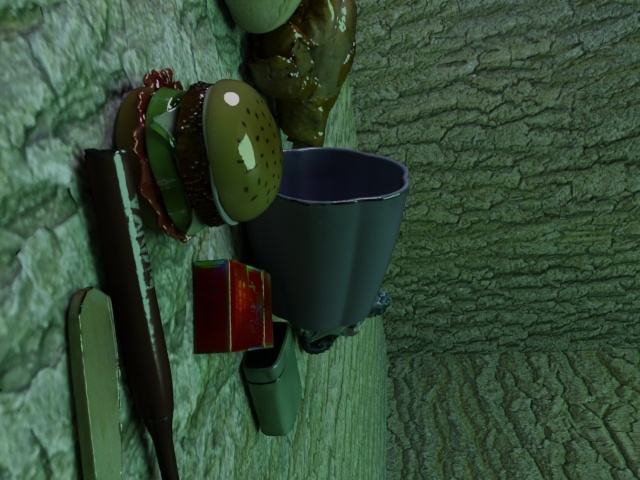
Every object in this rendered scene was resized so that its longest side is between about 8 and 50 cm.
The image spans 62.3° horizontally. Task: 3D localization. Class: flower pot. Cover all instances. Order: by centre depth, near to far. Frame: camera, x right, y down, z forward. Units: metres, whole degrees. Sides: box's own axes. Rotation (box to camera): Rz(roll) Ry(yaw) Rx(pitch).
[{"bbox_3d":[0.000,0.000,0.840,0.265,0.265,0.243,-70,165,-66],"label":"flower pot"}]

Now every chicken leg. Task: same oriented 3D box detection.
[{"bbox_3d":[-0.050,-0.288,0.977,0.295,0.182,0.409,-52,153,-61],"label":"chicken leg"}]

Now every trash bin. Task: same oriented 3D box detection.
[{"bbox_3d":[-0.069,0.209,0.808,0.116,0.059,0.129,-71,155,-61],"label":"trash bin"}]

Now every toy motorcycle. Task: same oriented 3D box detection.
[{"bbox_3d":[0.040,0.118,1.056,0.239,0.204,0.108,79,-5,-51],"label":"toy motorcycle"}]

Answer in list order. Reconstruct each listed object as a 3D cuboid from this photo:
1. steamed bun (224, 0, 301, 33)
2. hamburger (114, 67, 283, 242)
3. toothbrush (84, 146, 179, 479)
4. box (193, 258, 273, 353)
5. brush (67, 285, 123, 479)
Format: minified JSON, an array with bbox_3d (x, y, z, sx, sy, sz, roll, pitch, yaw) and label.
[{"bbox_3d":[-0.083,-0.453,0.773,0.250,0.155,0.200,69,18,-46],"label":"steamed bun"},{"bbox_3d":[-0.108,-0.083,0.529,0.175,0.137,0.175,-1,90,-79],"label":"hamburger"},{"bbox_3d":[-0.154,0.100,0.467,0.041,0.041,0.363,-56,140,-73],"label":"toothbrush"},{"bbox_3d":[-0.106,0.090,0.690,0.175,0.048,0.112,36,50,-76],"label":"box"},{"bbox_3d":[-0.166,0.203,0.407,0.085,0.020,0.336,13,72,-78],"label":"brush"}]
